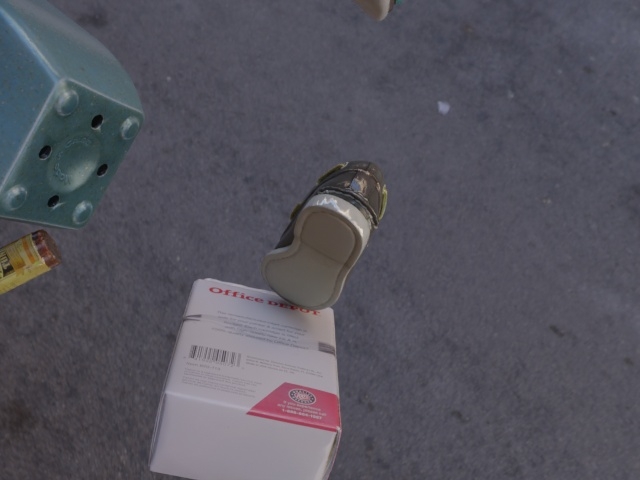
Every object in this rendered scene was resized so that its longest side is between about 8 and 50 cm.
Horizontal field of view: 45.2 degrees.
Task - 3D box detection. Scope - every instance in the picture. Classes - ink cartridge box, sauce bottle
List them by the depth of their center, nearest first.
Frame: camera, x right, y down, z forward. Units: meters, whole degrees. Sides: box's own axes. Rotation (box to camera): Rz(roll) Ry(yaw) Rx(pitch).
[{"bbox_3d":[-0.314,0.034,0.735,0.128,0.042,0.042,-29,67,-7],"label":"sauce bottle"},{"bbox_3d":[-0.088,0.178,0.987,0.207,0.117,0.283,13,23,-6],"label":"ink cartridge box"}]

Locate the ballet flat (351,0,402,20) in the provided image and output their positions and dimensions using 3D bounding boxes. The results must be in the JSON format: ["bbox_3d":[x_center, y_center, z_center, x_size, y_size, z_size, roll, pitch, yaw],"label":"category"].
[{"bbox_3d":[-0.024,-0.295,0.453,0.139,0.400,0.139,-3,57,5],"label":"ballet flat"}]

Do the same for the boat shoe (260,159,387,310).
[{"bbox_3d":[0.004,0.003,0.958,0.109,0.305,0.091,33,62,-1],"label":"boat shoe"}]

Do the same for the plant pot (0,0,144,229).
[{"bbox_3d":[-0.339,-0.137,0.795,0.252,0.248,0.247,33,96,20],"label":"plant pot"}]
